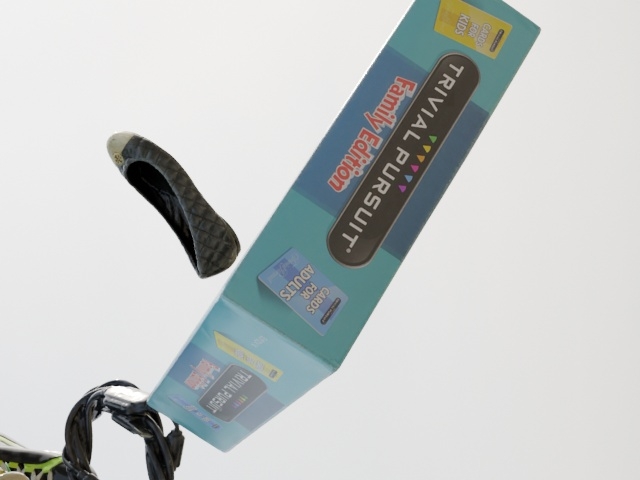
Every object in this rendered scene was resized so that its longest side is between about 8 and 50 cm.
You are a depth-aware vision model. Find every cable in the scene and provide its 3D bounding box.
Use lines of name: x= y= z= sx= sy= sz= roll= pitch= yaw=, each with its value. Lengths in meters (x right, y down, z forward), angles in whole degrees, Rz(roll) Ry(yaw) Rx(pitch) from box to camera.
cable: x=-0.181 y=0.206 z=1.098 sx=0.047 sy=0.184 sz=0.151 roll=-6 pitch=-84 yaw=-40

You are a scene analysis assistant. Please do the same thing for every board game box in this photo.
board game box: x=0.000 y=0.000 z=0.818 sx=0.254 sy=0.079 sz=0.336 roll=-58 pitch=3 yaw=-22

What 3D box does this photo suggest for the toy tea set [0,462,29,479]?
toy tea set: x=-0.398 y=0.300 z=1.194 sx=0.200 sy=0.124 sz=0.336 roll=-29 pitch=-38 yaw=-44

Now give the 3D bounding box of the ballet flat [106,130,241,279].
ballet flat: x=-0.142 y=-0.037 z=1.103 sx=0.049 sy=0.173 sz=0.057 roll=-34 pitch=-17 yaw=-35

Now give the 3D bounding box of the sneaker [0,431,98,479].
sneaker: x=-0.367 y=0.280 z=1.396 sx=0.097 sy=0.234 sz=0.084 roll=8 pitch=-89 yaw=-59
